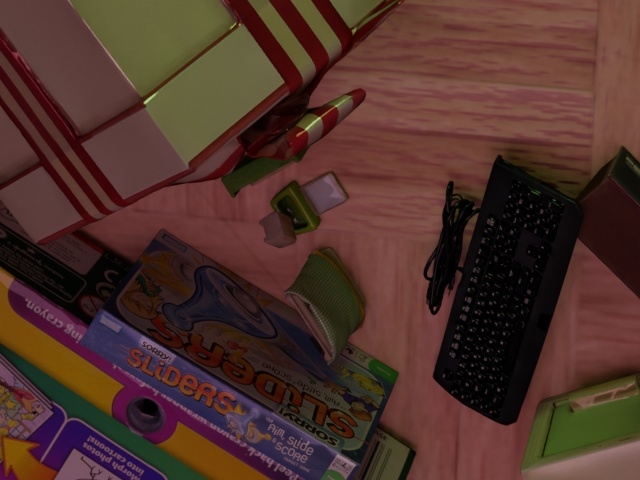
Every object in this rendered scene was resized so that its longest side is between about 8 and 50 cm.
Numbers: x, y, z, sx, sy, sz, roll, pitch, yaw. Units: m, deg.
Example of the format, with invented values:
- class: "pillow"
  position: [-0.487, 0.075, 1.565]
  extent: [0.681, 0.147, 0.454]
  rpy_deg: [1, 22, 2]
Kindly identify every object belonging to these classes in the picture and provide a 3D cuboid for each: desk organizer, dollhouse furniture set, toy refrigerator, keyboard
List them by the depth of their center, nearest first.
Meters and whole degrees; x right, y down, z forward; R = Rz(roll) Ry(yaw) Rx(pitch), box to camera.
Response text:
- class: "desk organizer"
  position: [0.223, 0.006, 1.281]
  extent: [0.130, 0.047, 0.050]
  rpy_deg: [44, 122, -5]
- class: "toy refrigerator"
  position: [0.276, 0.126, 1.291]
  extent: [0.270, 0.102, 0.094]
  rpy_deg: [-19, 108, 22]
- class: "keyboard"
  position: [0.107, 0.037, 1.310]
  extent: [0.100, 0.038, 0.192]
  rpy_deg: [31, 127, 26]
- class: "dollhouse furniture set"
  position: [0.000, 0.000, 1.320]
  extent: [0.059, 0.076, 0.151]
  rpy_deg: [-27, 104, 24]

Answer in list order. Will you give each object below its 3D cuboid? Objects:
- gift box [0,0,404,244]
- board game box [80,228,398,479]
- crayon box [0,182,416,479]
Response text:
- class: "gift box"
  position: [-0.087, -0.165, 1.151]
  extent: [0.258, 0.276, 0.255]
  rpy_deg: [55, 154, -9]
- class: "board game box"
  position: [-0.052, 0.082, 1.337]
  extent: [0.201, 0.136, 0.035]
  rpy_deg: [31, 117, -1]
- class: "crayon box"
  position: [-0.167, 0.187, 1.432]
  extent: [0.363, 0.106, 0.313]
  rpy_deg: [33, 119, -1]
